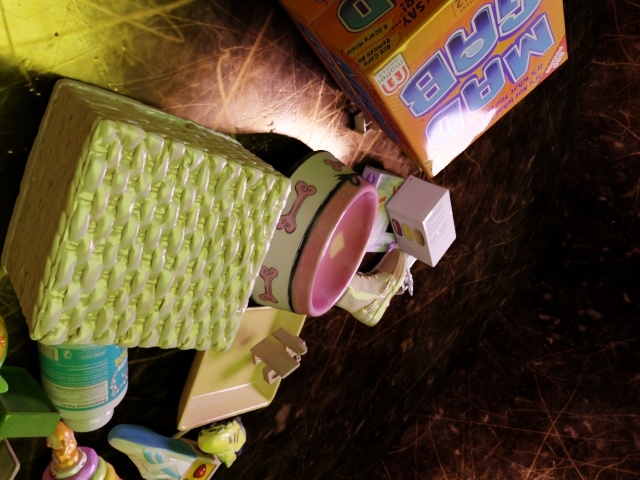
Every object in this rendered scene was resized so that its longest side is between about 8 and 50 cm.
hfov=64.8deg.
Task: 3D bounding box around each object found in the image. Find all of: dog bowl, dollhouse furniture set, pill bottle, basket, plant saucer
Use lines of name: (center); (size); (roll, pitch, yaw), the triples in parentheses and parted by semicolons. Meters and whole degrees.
dog bowl: (0.000, 0.000, 1.207); (0.408, 0.150, 0.408); (-51, 156, -33)
dollhouse furniture set: (-0.082, 0.324, 1.310); (0.144, 0.123, 0.151); (-33, 137, -34)
pill bottle: (-0.429, 0.220, 0.919); (0.146, 0.146, 0.264); (-18, 129, -44)
dollhouse furniture set: (0.207, -0.289, 1.317); (0.161, 0.182, 0.101); (-40, 141, -27)
basket: (-0.267, -0.032, 0.791); (0.328, 0.266, 0.331); (14, 102, -41)
plant saucer: (-0.210, 0.299, 1.309); (0.333, 0.081, 0.332); (5, 110, -54)
dollhouse furniture set: (-0.600, 0.300, 0.755); (0.197, 0.151, 0.301); (-60, 145, 0)

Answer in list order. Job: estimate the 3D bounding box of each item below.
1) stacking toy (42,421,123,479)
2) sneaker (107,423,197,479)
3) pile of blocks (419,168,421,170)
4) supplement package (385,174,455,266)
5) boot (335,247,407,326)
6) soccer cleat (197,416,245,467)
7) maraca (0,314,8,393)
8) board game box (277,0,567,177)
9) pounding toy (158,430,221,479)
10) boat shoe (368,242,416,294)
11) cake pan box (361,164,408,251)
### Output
stacking toy: (-0.501, 0.494, 1.044); (0.166, 0.175, 0.301); (-32, 125, -39)
sneaker: (-0.400, 0.502, 1.175); (0.229, 0.087, 0.092); (40, 84, -34)
pile of blocks: (0.351, -0.396, 1.515); (0.112, 0.149, 0.362); (-87, -162, -63)
supplement package: (0.310, -0.057, 1.542); (0.134, 0.139, 0.244); (-50, 144, -17)
boot: (0.138, 0.109, 1.543); (0.203, 0.095, 0.262); (31, 86, -26)
soccer cleat: (-0.247, 0.532, 1.317); (0.093, 0.121, 0.289); (-10, 164, -1)
maraca: (-0.528, 0.163, 0.747); (0.099, 0.185, 0.127); (-28, 162, 28)
board game box: (0.191, -0.420, 0.969); (0.356, 0.356, 0.356); (-42, 146, 8)
pounding toy: (-0.353, 0.574, 1.315); (0.181, 0.094, 0.206); (-53, 145, -10)
boat shoe: (0.255, 0.137, 1.708); (0.367, 0.156, 0.135); (-38, 140, -28)
cake pan box: (0.181, -0.085, 1.536); (0.267, 0.070, 0.245); (5, 112, -54)
